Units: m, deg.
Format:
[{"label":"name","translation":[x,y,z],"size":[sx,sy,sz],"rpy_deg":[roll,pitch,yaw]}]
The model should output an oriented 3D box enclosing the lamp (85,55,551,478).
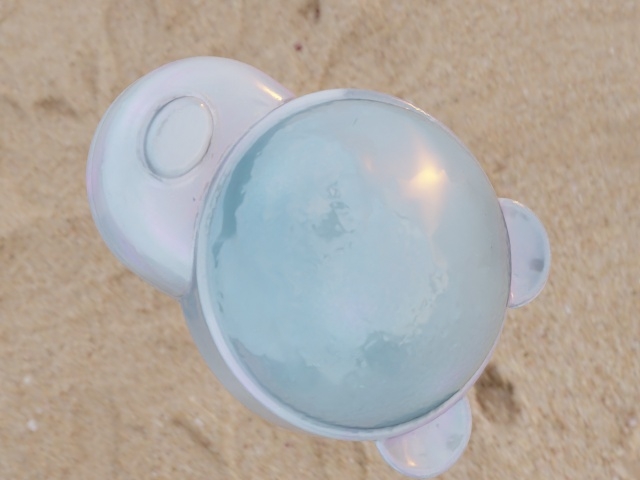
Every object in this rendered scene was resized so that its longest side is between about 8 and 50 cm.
[{"label":"lamp","translation":[0.000,-0.001,0.724],"size":[0.246,0.108,0.179],"rpy_deg":[33,68,-13]}]
